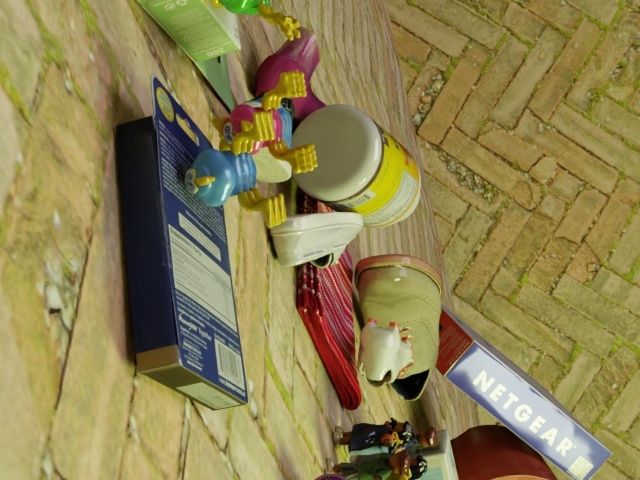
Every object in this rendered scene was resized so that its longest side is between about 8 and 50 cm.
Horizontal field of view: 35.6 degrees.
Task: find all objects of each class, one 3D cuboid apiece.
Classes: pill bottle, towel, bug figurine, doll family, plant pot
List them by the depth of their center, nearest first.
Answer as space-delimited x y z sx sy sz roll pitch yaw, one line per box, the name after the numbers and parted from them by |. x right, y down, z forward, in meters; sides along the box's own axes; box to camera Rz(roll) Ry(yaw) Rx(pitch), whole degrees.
-0.071 -0.148 0.795 0.216 0.072 0.279 -18 101 -74 | bug figurine
0.076 0.245 1.143 0.193 0.111 0.076 -73 148 -68 | doll family
0.053 -0.084 1.239 0.215 0.117 0.117 27 50 -64 | pill bottle
0.015 0.055 1.268 0.274 0.031 0.199 -90 164 -48 | towel
0.308 0.463 1.710 0.265 0.272 0.272 -92 166 -75 | plant pot

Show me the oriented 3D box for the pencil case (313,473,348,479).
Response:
0.025 0.295 0.965 0.070 0.065 0.151 -114 -179 -51 | pencil case

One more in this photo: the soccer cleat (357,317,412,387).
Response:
0.075 0.148 1.247 0.196 0.068 0.076 57 43 -74 | soccer cleat

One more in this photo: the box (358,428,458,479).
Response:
0.125 0.356 1.245 0.103 0.114 0.203 -29 106 -79 | box

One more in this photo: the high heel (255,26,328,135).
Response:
-0.027 -0.140 1.234 0.117 0.082 0.244 -59 160 -28 | high heel

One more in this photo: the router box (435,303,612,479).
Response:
0.330 0.265 1.810 0.335 0.082 0.301 39 4 -12 | router box

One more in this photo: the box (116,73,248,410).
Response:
-0.103 0.004 0.743 0.136 0.037 0.225 52 27 -64 | box

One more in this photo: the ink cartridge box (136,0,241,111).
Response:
-0.111 -0.245 0.947 0.235 0.056 0.171 44 34 -66 | ink cartridge box

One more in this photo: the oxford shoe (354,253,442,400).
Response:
0.125 0.132 1.465 0.348 0.123 0.130 62 26 -58 | oxford shoe

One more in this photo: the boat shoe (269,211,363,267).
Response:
0.000 0.000 1.138 0.184 0.066 0.063 -9 96 -71 | boat shoe

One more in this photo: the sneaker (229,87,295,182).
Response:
-0.061 -0.127 1.027 0.152 0.058 0.084 60 26 -67 | sneaker
